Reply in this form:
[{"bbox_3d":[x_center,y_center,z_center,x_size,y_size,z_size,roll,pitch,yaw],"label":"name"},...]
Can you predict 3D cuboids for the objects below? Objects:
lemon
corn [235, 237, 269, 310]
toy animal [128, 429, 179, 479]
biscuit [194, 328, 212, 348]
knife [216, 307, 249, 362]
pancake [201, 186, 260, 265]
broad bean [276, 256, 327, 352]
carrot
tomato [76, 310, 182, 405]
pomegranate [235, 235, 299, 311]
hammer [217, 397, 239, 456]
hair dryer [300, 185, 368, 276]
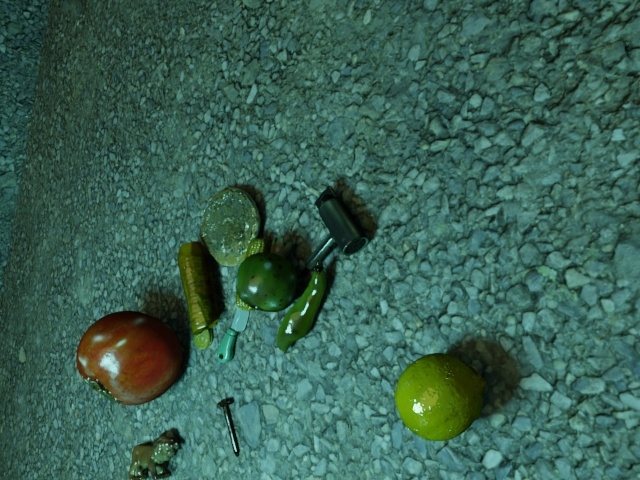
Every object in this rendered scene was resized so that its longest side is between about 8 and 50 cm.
[{"bbox_3d":[0.251,0.327,1.006,0.206,0.174,0.173,-34,64,21],"label":"lemon"},{"bbox_3d":[-0.208,0.103,1.458,0.080,0.080,0.230,11,92,39],"label":"corn"},{"bbox_3d":[-0.594,0.764,1.687,0.313,0.097,0.157,-24,58,37],"label":"toy animal"},{"bbox_3d":[-0.398,0.326,1.616,0.084,0.023,0.083,-4,84,39],"label":"biscuit"},{"bbox_3d":[-0.266,0.270,1.517,0.063,0.035,0.260,25,97,34],"label":"knife"},{"bbox_3d":[-0.296,-0.051,1.566,0.283,0.049,0.281,-6,81,39],"label":"pancake"},{"bbox_3d":[-0.042,0.181,1.321,0.324,0.075,0.067,-66,23,16],"label":"broad bean"},{"bbox_3d":[-0.403,0.155,1.586,0.114,0.114,0.301,-27,71,33],"label":"carrot"},{"bbox_3d":[-0.641,0.395,1.613,0.293,0.325,0.289,-3,38,42],"label":"tomato"},{"bbox_3d":[-0.141,0.093,1.360,0.187,0.187,0.225,-6,53,38],"label":"pomegranate"},{"bbox_3d":[-0.281,0.585,1.493,0.065,0.021,0.178,-31,67,31],"label":"hammer"},{"bbox_3d":[0.000,0.000,1.318,0.248,0.078,0.195,-49,56,29],"label":"hair dryer"}]
